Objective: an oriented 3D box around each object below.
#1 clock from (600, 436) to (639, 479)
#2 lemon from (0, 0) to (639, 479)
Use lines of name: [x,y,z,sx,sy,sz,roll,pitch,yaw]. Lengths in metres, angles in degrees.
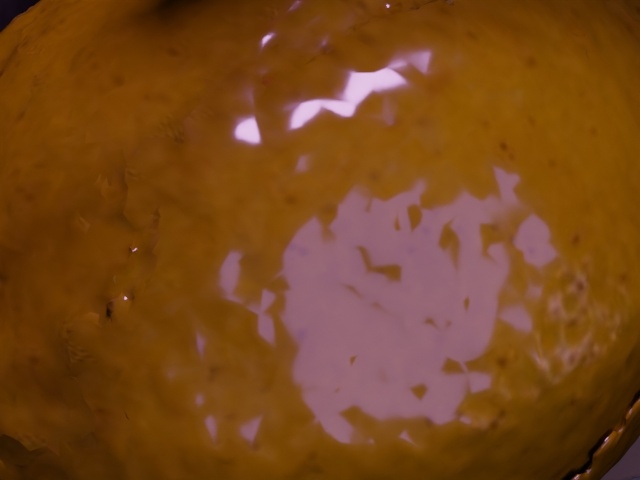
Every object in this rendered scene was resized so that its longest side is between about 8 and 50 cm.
clock: [0.115,0.149,0.766,0.235,0.029,0.235,-9,109,-27]
lemon: [0.000,0.000,0.543,0.260,0.204,0.204,-26,118,-20]
